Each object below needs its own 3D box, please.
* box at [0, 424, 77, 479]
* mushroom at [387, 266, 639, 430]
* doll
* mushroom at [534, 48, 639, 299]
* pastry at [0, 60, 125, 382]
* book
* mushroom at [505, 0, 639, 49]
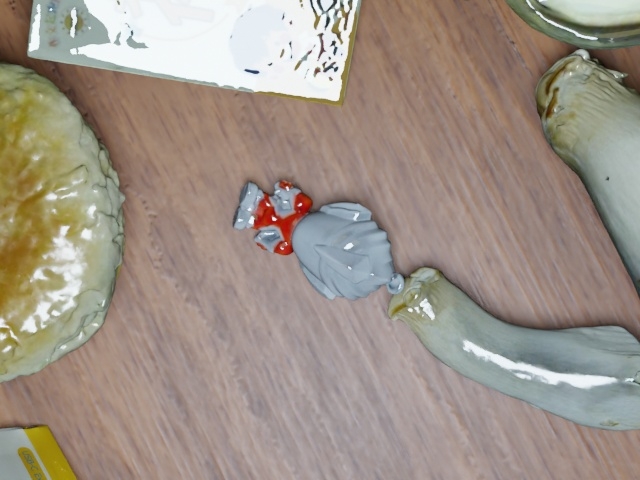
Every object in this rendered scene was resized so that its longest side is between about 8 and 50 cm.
[{"bbox_3d":[-0.322,0.225,1.205,0.129,0.247,0.033,52,126,34],"label":"box"},{"bbox_3d":[0.193,0.102,1.259,0.278,0.099,0.096,18,83,5],"label":"mushroom"},{"bbox_3d":[0.000,0.000,1.280,0.180,0.079,0.094,27,104,15],"label":"doll"},{"bbox_3d":[0.317,0.006,1.213,0.126,0.177,0.397,-29,88,0],"label":"mushroom"},{"bbox_3d":[-0.321,-0.008,1.253,0.330,0.136,0.329,0,86,3],"label":"pastry"},{"bbox_3d":[-0.106,-0.245,1.267,0.295,0.020,0.208,8,105,-7],"label":"book"},{"bbox_3d":[0.290,-0.273,1.227,0.189,0.164,0.267,39,94,3],"label":"mushroom"}]
